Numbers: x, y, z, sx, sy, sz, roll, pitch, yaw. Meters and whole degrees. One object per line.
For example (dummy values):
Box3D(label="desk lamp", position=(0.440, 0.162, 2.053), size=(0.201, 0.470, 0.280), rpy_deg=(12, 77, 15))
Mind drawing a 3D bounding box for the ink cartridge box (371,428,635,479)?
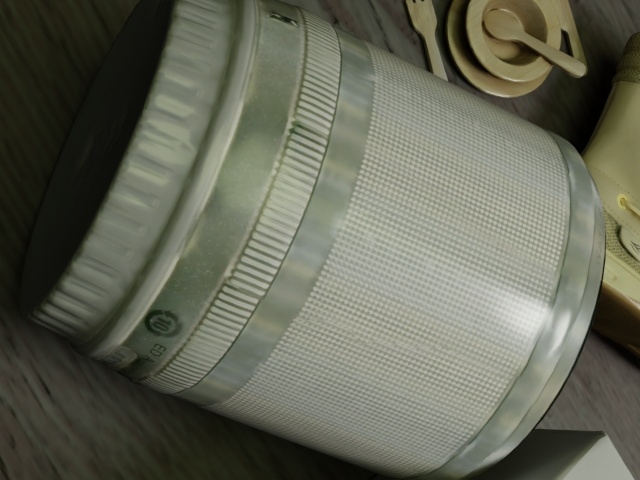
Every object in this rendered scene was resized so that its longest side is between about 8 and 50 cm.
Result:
Box3D(label="ink cartridge box", position=(0.115, 0.274, 0.770), size=(0.198, 0.197, 0.270), rpy_deg=(-36, 99, -23))

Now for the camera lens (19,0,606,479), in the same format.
Box3D(label="camera lens", position=(0.000, 0.000, 0.738), size=(0.274, 0.219, 0.219), rpy_deg=(23, 76, -20))

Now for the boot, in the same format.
Box3D(label="boot", position=(0.278, -0.002, 0.932), size=(0.262, 0.095, 0.203), rpy_deg=(33, 71, -13))

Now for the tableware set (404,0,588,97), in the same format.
Box3D(label="tableware set", position=(0.116, -0.194, 0.908), size=(0.128, 0.039, 0.194), rpy_deg=(-16, 91, -24))
